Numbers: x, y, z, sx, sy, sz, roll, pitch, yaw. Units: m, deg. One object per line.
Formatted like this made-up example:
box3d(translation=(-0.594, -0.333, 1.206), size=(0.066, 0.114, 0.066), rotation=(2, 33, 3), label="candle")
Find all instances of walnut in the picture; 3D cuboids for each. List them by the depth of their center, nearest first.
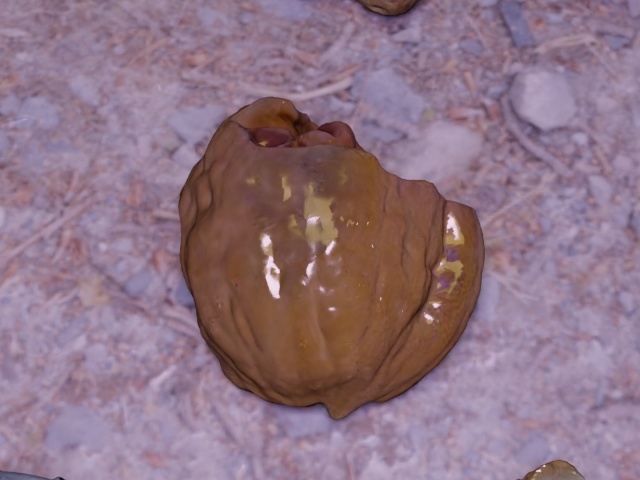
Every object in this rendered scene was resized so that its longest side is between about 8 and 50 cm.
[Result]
box3d(translation=(-0.010, 0.007, 0.892), size=(0.238, 0.141, 0.204), rotation=(30, 73, 19), label="walnut")

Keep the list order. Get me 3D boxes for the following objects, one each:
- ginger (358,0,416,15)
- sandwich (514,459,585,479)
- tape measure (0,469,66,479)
box3d(translation=(0.001, -0.254, 1.053), size=(0.204, 0.080, 0.104), rotation=(32, 63, 19), label="ginger")
box3d(translation=(0.094, 0.277, 0.753), size=(0.325, 0.131, 0.262), rotation=(-8, 62, -3), label="sandwich")
box3d(translation=(-0.212, 0.267, 0.764), size=(0.275, 0.147, 0.256), rotation=(21, 67, 14), label="tape measure")
